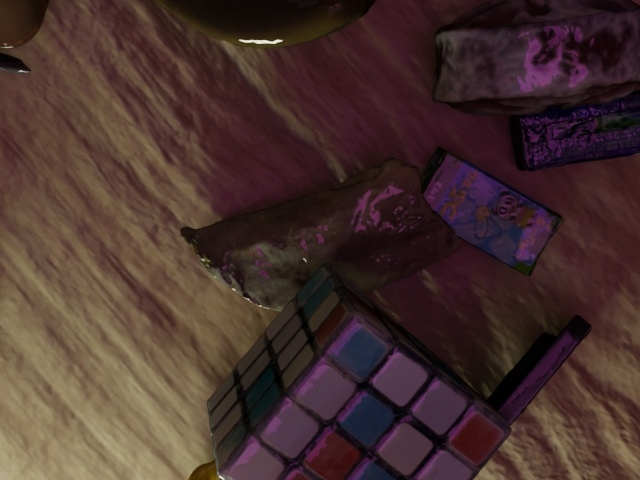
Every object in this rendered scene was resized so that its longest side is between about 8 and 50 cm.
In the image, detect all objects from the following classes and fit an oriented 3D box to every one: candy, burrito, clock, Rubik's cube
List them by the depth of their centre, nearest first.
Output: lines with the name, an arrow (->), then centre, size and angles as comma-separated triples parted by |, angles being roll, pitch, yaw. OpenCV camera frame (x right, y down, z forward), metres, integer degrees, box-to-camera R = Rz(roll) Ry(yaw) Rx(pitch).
Rubik's cube -> 0.035, 0.219, 1.630 | 0.253, 0.256, 0.259 | 40, 92, -14
candy -> 0.283, -0.244, 1.705 | 0.289, 0.214, 0.157 | -7, 99, -2
burrito -> 0.003, 0.012, 1.755 | 0.347, 0.107, 0.175 | -18, 103, 10
clock -> 0.255, 0.205, 1.756 | 0.049, 0.279, 0.273 | 40, 93, 11
candy -> 0.223, -0.040, 1.811 | 0.194, 0.062, 0.097 | 29, 97, -10
candy -> 0.416, -0.158, 1.812 | 0.312, 0.061, 0.088 | -8, 99, -6

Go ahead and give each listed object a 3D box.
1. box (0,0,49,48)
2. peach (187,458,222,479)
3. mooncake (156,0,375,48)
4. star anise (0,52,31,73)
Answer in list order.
box -> -0.413, -0.432, 1.555 | 0.239, 0.229, 0.339 | 17, 83, -6
peach -> -0.103, 0.367, 1.819 | 0.179, 0.103, 0.179 | 1, 107, 2
mooncake -> -0.066, -0.451, 1.601 | 0.393, 0.246, 0.394 | 32, 109, -1
star anise -> -0.477, -0.262, 1.692 | 0.212, 0.073, 0.197 | -36, 104, -1
